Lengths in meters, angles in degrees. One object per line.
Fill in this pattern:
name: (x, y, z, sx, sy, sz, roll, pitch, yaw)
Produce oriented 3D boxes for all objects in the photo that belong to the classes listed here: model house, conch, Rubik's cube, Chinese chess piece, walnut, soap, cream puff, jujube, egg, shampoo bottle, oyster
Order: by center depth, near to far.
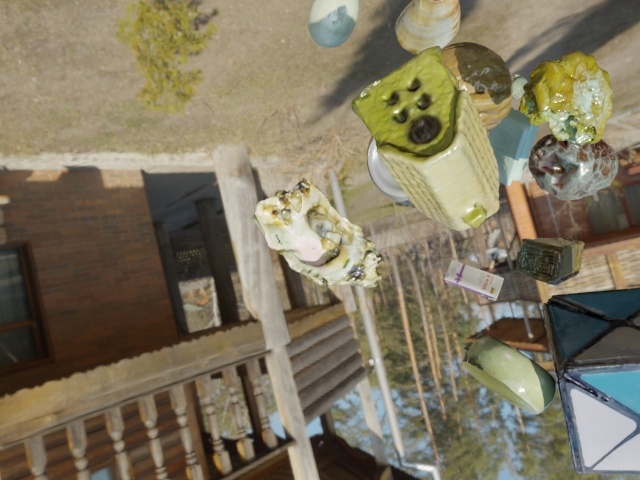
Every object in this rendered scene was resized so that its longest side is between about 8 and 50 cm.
model house: (0.188, -0.144, 0.796, 0.174, 0.234, 0.193, -34, 137, 11)
Rubik's cube: (0.683, 0.305, 1.153, 0.305, 0.310, 0.307, -8, -156, 22)
cream puff: (0.560, -0.334, 1.197, 0.221, 0.195, 0.194, 31, 153, -25)
Chinese chess piece: (0.465, 0.331, 1.281, 0.092, 0.237, 0.238, -52, -179, -9)
oyster: (-0.001, 0.002, 1.285, 0.201, 0.354, 0.107, -47, 174, 12)
conch: (0.267, -0.541, 1.300, 0.158, 0.127, 0.255, 22, -171, 4)
shampoo bottle: (0.284, -0.245, 1.497, 0.273, 0.273, 0.266, -17, -176, 34)
jujube: (0.781, -0.235, 1.590, 0.317, 0.226, 0.226, -12, 175, -44)
egg: (0.043, -0.710, 1.611, 0.151, 0.209, 0.151, 20, -163, -6)
walnut: (0.450, -0.477, 1.668, 0.332, 0.333, 0.333, -14, 176, -1)
conch: (0.690, -0.532, 1.777, 0.076, 0.085, 0.056, 13, -175, -33)
soap: (0.727, -0.365, 1.998, 0.087, 0.160, 0.265, -26, 141, -22)

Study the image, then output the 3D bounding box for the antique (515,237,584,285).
antique: (0.795, 0.060, 1.729, 0.284, 0.125, 0.150, -4, -164, -41)

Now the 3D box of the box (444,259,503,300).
box: (0.332, 0.086, 1.116, 0.117, 0.051, 0.036, 22, 173, 20)
